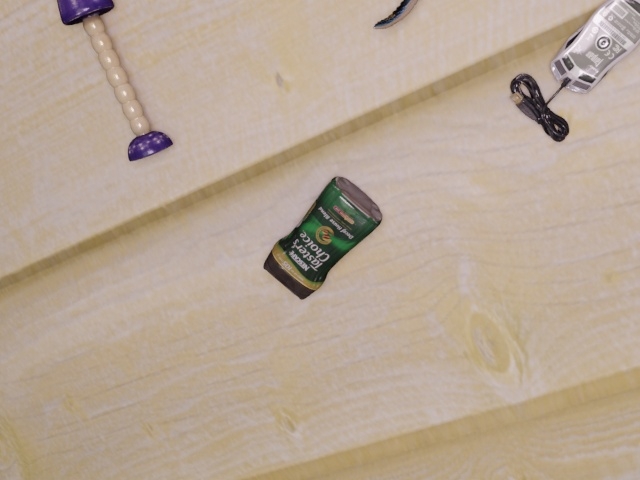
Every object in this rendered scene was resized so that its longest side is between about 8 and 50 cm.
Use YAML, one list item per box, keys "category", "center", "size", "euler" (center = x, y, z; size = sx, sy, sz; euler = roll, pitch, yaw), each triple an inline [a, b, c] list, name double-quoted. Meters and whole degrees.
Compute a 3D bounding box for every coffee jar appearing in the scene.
- category: "coffee jar"
  center: [0.000, 0.000, 0.985]
  size: [0.096, 0.079, 0.184]
  euler: [40, 113, -5]

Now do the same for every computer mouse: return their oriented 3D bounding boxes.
- category: "computer mouse"
  center: [0.340, -0.229, 0.852]
  size: [0.106, 0.042, 0.193]
  euler: [42, 118, 0]

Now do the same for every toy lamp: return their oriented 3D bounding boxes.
- category: "toy lamp"
  center: [-0.303, -0.254, 0.957]
  size: [0.080, 0.080, 0.275]
  euler: [-15, 108, 16]

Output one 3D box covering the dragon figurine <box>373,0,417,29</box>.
- category: "dragon figurine"
  center: [0.147, -0.397, 0.803]
  size: [0.289, 0.085, 0.144]
  euler: [-39, 98, 21]
